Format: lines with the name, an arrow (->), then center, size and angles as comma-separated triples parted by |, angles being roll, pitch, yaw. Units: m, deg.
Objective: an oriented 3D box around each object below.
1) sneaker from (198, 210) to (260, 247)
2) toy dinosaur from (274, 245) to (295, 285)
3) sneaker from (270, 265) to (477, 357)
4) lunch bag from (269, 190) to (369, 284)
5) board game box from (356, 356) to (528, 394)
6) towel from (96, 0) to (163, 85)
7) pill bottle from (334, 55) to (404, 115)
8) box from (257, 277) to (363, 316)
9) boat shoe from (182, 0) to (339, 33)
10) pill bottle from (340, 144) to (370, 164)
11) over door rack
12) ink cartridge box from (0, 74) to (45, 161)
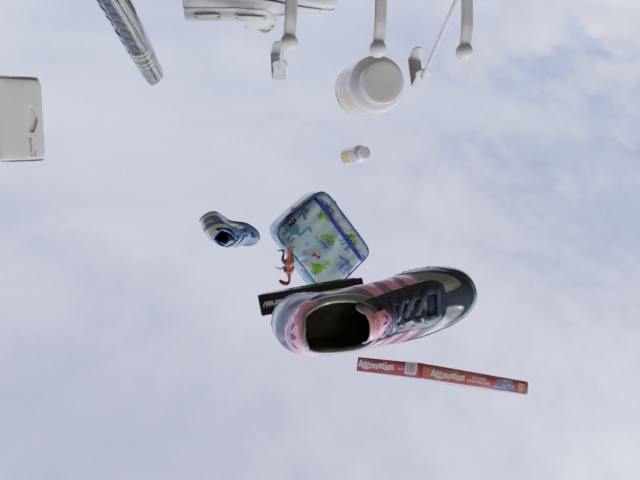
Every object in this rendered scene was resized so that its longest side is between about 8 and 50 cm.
sneaker -> -0.176, -0.009, 1.341 | 0.144, 0.053, 0.059 | 19, -145, -44
toy dinosaur -> -0.079, 0.060, 1.540 | 0.047, 0.090, 0.082 | -5, -99, -9
sneaker -> 0.095, 0.112, 0.981 | 0.319, 0.112, 0.131 | -12, -173, -11
lunch bag -> 0.000, 0.000, 1.621 | 0.176, 0.090, 0.219 | -40, -73, -14
board game box -> 0.212, 0.232, 1.160 | 0.281, 0.145, 0.027 | 17, -104, -38
towel -> -0.289, -0.397, 0.846 | 0.056, 0.312, 0.324 | -25, -107, -4
pill bottle -> 0.104, -0.321, 1.417 | 0.117, 0.117, 0.215 | 3, -173, -10
box -> -0.017, 0.101, 1.246 | 0.184, 0.190, 0.045 | -12, -93, -2
boat shoe -> -0.084, -0.321, 0.931 | 0.226, 0.075, 0.083 | 14, -151, 16
pill bottle -> 0.088, -0.212, 1.675 | 0.043, 0.083, 0.043 | 1, -91, -31
over door rack -> 0.064, -0.268, 0.880 | 0.240, 0.324, 0.108 | 1, -101, -7
ink cartridge box -> -0.613, -0.227, 1.277 | 0.212, 0.154, 0.093 | 8, -167, 38
